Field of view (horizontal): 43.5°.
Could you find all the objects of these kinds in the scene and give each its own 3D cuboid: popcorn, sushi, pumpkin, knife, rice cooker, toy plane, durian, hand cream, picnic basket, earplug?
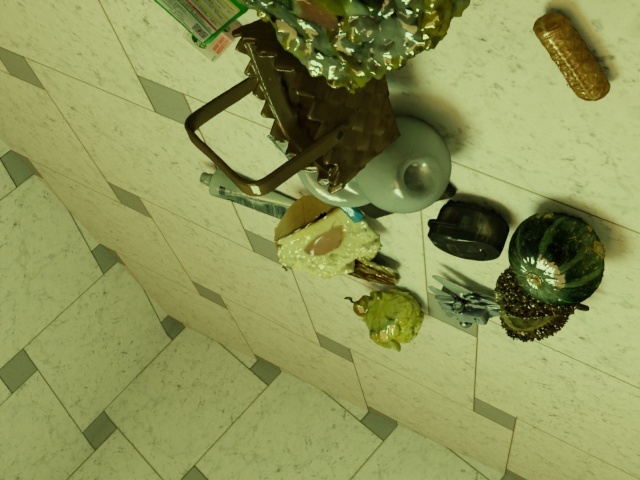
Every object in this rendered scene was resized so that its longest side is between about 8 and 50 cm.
[{"bbox_3d":[0.187,0.203,2.241,0.195,0.173,0.168,47,134,43],"label":"popcorn"},{"bbox_3d":[0.030,-0.403,1.029,0.351,0.240,0.396,39,161,-17],"label":"sushi"},{"bbox_3d":[0.443,0.034,1.508,0.190,0.146,0.190,31,159,13],"label":"pumpkin"},{"bbox_3d":[-0.008,-0.148,1.867,0.296,0.044,0.026,46,-161,-10],"label":"knife"},{"bbox_3d":[0.303,-0.019,1.643,0.165,0.106,0.112,22,167,35],"label":"rice cooker"},{"bbox_3d":[0.398,0.170,1.939,0.267,0.088,0.212,14,152,40],"label":"toy plane"},{"bbox_3d":[0.462,0.128,1.674,0.196,0.167,0.196,11,158,5],"label":"durian"},{"bbox_3d":[-0.174,-0.120,2.183,0.340,0.078,0.124,20,155,12],"label":"hand cream"},{"bbox_3d":[-0.048,-0.219,1.352,0.254,0.321,0.291,43,163,39],"label":"picnic basket"},{"bbox_3d":[0.097,-0.151,1.526,0.325,0.175,0.214,14,111,32],"label":"earplug"}]

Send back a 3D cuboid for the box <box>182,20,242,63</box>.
[{"bbox_3d":[-0.217,-0.418,1.609,0.089,0.043,0.125,39,158,-13],"label":"box"}]

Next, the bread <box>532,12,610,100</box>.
[{"bbox_3d":[0.358,-0.259,1.139,0.157,0.044,0.052,45,159,-26],"label":"bread"}]

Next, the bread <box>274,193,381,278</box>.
[{"bbox_3d":[0.003,0.005,1.977,0.224,0.211,0.184,13,145,52],"label":"bread"}]

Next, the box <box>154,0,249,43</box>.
[{"bbox_3d":[-0.202,-0.464,1.413,0.180,0.103,0.250,42,159,-20],"label":"box"}]

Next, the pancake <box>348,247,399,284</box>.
[{"bbox_3d":[0.097,0.051,2.152,0.257,0.056,0.212,15,162,23],"label":"pancake"}]

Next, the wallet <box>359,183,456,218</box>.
[{"bbox_3d":[0.146,-0.121,1.740,0.165,0.042,0.309,39,158,-20],"label":"wallet"}]
